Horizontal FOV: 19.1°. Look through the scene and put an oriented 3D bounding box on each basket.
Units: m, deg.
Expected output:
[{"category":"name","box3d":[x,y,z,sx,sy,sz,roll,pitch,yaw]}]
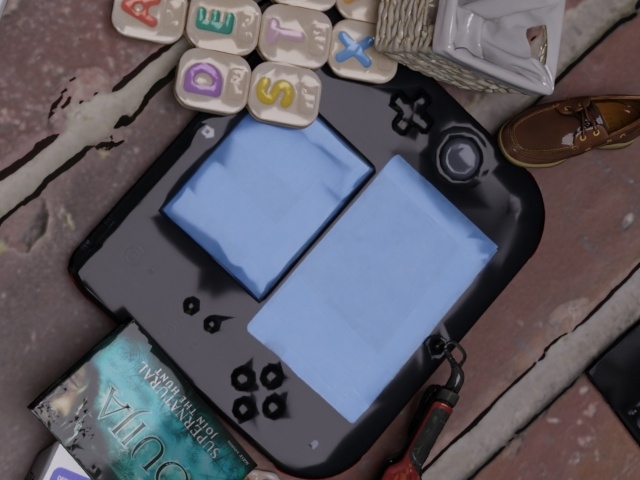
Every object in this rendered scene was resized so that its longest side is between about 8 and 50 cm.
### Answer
[{"category":"basket","box3d":[0.142,-0.208,1.816,0.167,0.103,0.113,17,79,-45]}]

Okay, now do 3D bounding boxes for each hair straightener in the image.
[{"category":"hair straightener","box3d":[0.087,0.198,1.868,0.047,0.089,0.230,21,104,-3]}]

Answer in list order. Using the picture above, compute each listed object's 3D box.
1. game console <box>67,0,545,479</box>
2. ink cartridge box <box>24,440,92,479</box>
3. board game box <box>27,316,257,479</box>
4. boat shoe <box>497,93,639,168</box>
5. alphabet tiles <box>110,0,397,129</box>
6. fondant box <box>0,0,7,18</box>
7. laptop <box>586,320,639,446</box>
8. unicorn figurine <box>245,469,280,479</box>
[{"category":"game console","box3d":[0.000,0.000,1.841,0.342,0.060,0.386,44,80,-16]},{"category":"ink cartridge box","box3d":[-0.229,0.322,1.784,0.165,0.065,0.333,27,86,-18]},{"category":"board game box","box3d":[-0.162,0.180,1.748,0.126,0.026,0.186,-42,105,-11]},{"category":"boat shoe","box3d":[0.257,-0.117,1.895,0.178,0.060,0.064,-12,75,-29]},{"category":"alphabet tiles","box3d":[-0.050,-0.253,1.801,0.278,0.021,0.284,10,83,-11]},{"category":"fondant box","box3d":[-0.432,-0.256,1.652,0.330,0.096,0.238,20,87,-12]},{"category":"laptop","box3d":[0.454,0.166,1.957,0.234,0.136,0.264,-40,104,-12]},{"category":"unicorn figurine","box3d":[-0.036,0.273,1.851,0.111,0.060,0.162,30,100,-18]}]
